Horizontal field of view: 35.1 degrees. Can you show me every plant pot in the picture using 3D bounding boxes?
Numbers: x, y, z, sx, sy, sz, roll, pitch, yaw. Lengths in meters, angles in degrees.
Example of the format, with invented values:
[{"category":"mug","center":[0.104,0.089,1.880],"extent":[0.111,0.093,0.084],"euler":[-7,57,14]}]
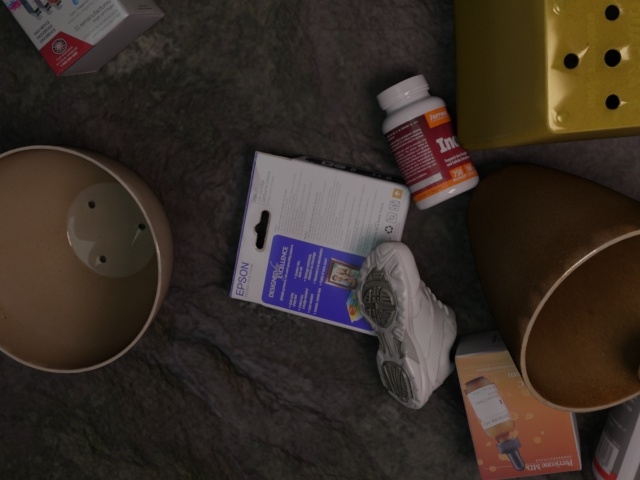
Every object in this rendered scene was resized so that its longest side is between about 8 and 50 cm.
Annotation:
[{"category":"plant pot","center":[0.274,0.023,1.146],"extent":[0.237,0.254,0.237],"euler":[-10,125,-15]},{"category":"plant pot","center":[0.275,-0.201,1.100],"extent":[0.212,0.187,0.212],"euler":[-6,102,-9]},{"category":"plant pot","center":[-0.306,0.006,1.313],"extent":[0.284,0.191,0.284],"euler":[3,103,12]}]

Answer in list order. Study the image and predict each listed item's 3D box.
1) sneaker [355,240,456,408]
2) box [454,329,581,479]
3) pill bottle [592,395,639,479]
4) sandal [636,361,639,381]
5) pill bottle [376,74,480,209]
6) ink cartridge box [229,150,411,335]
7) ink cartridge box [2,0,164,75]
[{"category":"sneaker","center":[0.118,0.092,1.284],"extent":[0.090,0.115,0.232],"euler":[20,131,45]},{"category":"box","center":[0.253,0.203,1.286],"extent":[0.130,0.091,0.171],"euler":[-11,100,15]},{"category":"pill bottle","center":[0.440,0.177,1.202],"extent":[0.161,0.161,0.283],"euler":[16,106,9]},{"category":"sandal","center":[0.430,0.147,1.081],"extent":[0.180,0.049,0.072],"euler":[13,107,-6]},{"category":"pill bottle","center":[0.128,-0.120,1.237],"extent":[0.086,0.086,0.152],"euler":[-25,89,17]},{"category":"ink cartridge box","center":[0.000,0.000,1.319],"extent":[0.208,0.045,0.206],"euler":[14,106,7]},{"category":"ink cartridge box","center":[-0.312,-0.317,1.272],"extent":[0.128,0.127,0.176],"euler":[-35,93,18]}]
